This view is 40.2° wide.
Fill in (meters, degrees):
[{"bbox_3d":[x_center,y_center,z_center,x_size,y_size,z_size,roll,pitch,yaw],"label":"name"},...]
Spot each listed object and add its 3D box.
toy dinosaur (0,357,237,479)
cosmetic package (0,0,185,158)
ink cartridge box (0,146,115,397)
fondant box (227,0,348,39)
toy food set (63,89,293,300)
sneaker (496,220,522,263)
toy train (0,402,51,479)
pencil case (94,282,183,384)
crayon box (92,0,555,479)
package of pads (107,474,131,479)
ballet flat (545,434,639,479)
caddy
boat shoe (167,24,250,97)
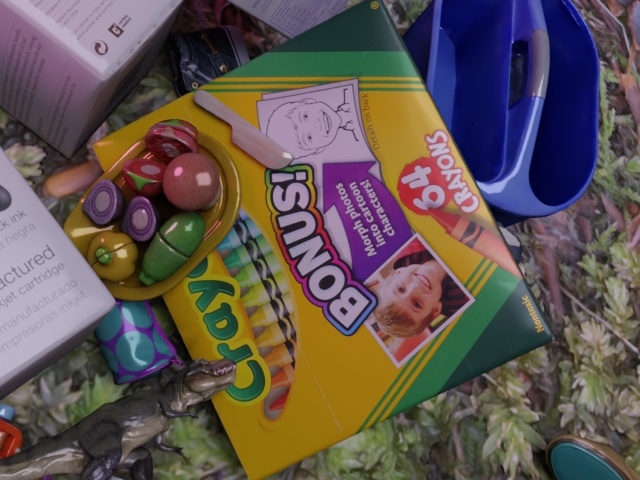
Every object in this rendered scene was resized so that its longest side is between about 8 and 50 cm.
[{"bbox_3d":[-0.174,0.182,0.729,0.268,0.064,0.118,-15,57,-36],"label":"toy dinosaur"},{"bbox_3d":[-0.328,-0.270,0.829,0.365,0.197,0.155,39,61,-10],"label":"cosmetic package"},{"bbox_3d":[-0.410,-0.010,0.719,0.285,0.166,0.395,-37,91,-30],"label":"ink cartridge box"},{"bbox_3d":[-0.136,-0.340,0.856,0.330,0.096,0.238,16,29,-53],"label":"fondant box"},{"bbox_3d":[-0.145,-0.042,0.790,0.128,0.071,0.218,44,92,9],"label":"toy food set"},{"bbox_3d":[0.096,0.040,0.988,0.282,0.110,0.122,-2,80,-16],"label":"sneaker"},{"bbox_3d":[-0.291,0.225,0.740,0.046,0.125,0.166,7,68,20],"label":"toy train"},{"bbox_3d":[-0.192,0.063,0.856,0.070,0.064,0.152,-21,83,-1],"label":"pencil case"},{"bbox_3d":[0.000,0.000,0.859,0.313,0.106,0.363,-27,84,4],"label":"crayon box"},{"bbox_3d":[-0.133,0.373,0.760,0.296,0.101,0.229,39,61,-9],"label":"package of pads"},{"bbox_3d":[0.354,0.300,1.042,0.232,0.080,0.073,46,33,-8],"label":"ballet flat"},{"bbox_3d":[0.218,-0.178,1.064,0.241,0.179,0.342,16,67,-21],"label":"caddy"},{"bbox_3d":[-0.110,-0.152,0.971,0.083,0.065,0.183,-13,74,-26],"label":"boat shoe"}]
